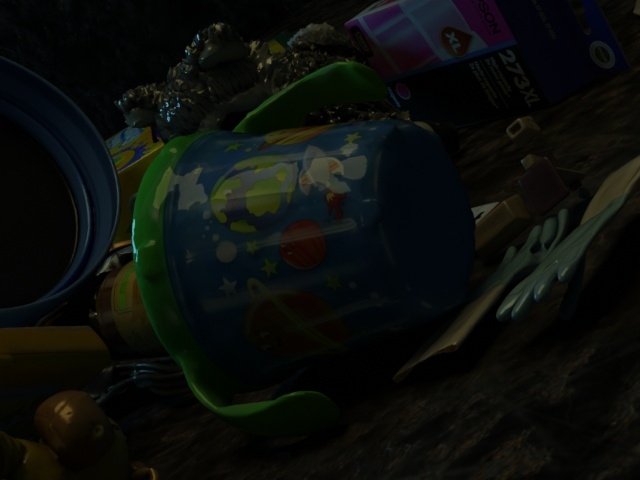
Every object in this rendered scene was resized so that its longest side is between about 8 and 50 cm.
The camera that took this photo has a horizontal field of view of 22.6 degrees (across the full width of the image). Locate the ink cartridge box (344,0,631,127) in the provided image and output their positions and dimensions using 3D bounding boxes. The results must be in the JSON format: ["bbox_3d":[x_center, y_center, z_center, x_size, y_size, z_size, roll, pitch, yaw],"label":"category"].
[{"bbox_3d":[0.187,-0.232,1.897,0.069,0.175,0.371,-39,15,-31],"label":"ink cartridge box"}]

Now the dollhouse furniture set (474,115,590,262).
[{"bbox_3d":[0.182,-0.040,1.446,0.114,0.091,0.081,-43,-30,27],"label":"dollhouse furniture set"}]

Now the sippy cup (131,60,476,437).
[{"bbox_3d":[0.000,0.000,1.348,0.224,0.305,0.240,-13,-2,32],"label":"sippy cup"}]

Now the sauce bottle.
[{"bbox_3d":[-0.086,0.045,1.628,0.344,0.111,0.111,-16,20,42],"label":"sauce bottle"}]

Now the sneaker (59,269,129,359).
[{"bbox_3d":[-0.194,0.066,1.827,0.276,0.097,0.135,-26,13,28],"label":"sneaker"}]

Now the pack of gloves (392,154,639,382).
[{"bbox_3d":[0.183,0.028,1.281,0.232,0.046,0.195,-44,4,-42],"label":"pack of gloves"}]

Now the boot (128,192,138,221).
[{"bbox_3d":[-0.121,-0.052,2.053,0.213,0.077,0.165,8,32,30],"label":"boot"}]

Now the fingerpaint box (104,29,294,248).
[{"bbox_3d":[-0.149,-0.137,2.327,0.371,0.163,0.445,-31,13,1],"label":"fingerpaint box"}]

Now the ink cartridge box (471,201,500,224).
[{"bbox_3d":[0.119,-0.001,1.520,0.115,0.029,0.063,-15,20,48],"label":"ink cartridge box"}]

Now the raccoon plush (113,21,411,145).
[{"bbox_3d":[-0.089,-0.172,1.834,0.216,0.299,0.446,-49,29,11],"label":"raccoon plush"}]

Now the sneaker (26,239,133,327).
[{"bbox_3d":[-0.280,0.079,2.036,0.215,0.084,0.083,-36,27,-6],"label":"sneaker"}]

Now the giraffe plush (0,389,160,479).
[{"bbox_3d":[-0.234,0.199,1.360,0.170,0.181,0.210,-26,-25,-23],"label":"giraffe plush"}]

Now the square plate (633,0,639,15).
[{"bbox_3d":[0.542,-0.350,1.829,0.344,0.049,0.347,-30,13,1],"label":"square plate"}]

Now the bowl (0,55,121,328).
[{"bbox_3d":[-0.424,-0.060,1.830,0.391,0.391,0.077,-45,-7,-45],"label":"bowl"}]

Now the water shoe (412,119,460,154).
[{"bbox_3d":[0.085,-0.097,1.913,0.080,0.073,0.203,-11,1,-37],"label":"water shoe"}]

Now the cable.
[{"bbox_3d":[-0.193,0.155,1.650,0.287,0.072,0.139,-8,7,32],"label":"cable"}]

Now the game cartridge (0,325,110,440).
[{"bbox_3d":[-0.370,0.186,1.480,0.285,0.052,0.324,-42,-13,14],"label":"game cartridge"}]
